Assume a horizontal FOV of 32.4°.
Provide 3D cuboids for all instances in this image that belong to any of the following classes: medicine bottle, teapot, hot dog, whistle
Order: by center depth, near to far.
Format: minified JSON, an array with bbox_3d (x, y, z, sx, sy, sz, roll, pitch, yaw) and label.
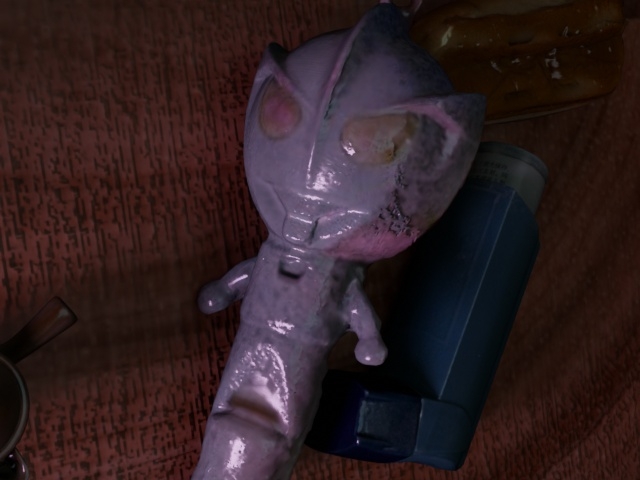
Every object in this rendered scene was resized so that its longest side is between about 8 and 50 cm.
[{"bbox_3d":[-0.171,0.077,0.579,0.110,0.080,0.085,-46,115,-27],"label":"teapot"},{"bbox_3d":[0.001,0.000,0.680,0.142,0.134,0.346,18,89,-3],"label":"whistle"},{"bbox_3d":[0.082,0.046,0.769,0.124,0.079,0.258,36,69,-31],"label":"medicine bottle"},{"bbox_3d":[0.143,-0.139,0.816,0.249,0.076,0.102,-17,113,-37],"label":"hot dog"}]
